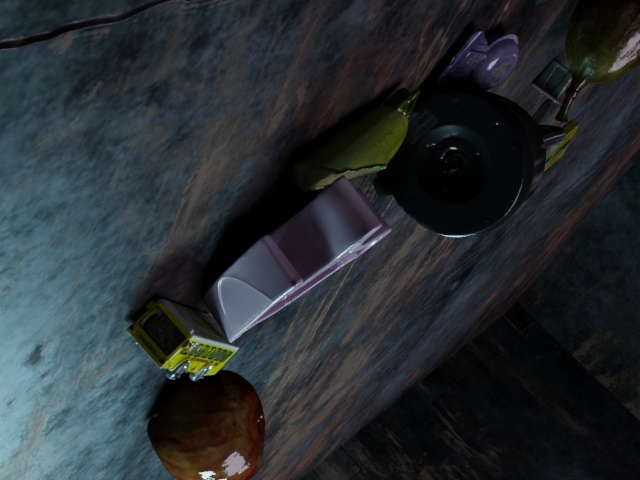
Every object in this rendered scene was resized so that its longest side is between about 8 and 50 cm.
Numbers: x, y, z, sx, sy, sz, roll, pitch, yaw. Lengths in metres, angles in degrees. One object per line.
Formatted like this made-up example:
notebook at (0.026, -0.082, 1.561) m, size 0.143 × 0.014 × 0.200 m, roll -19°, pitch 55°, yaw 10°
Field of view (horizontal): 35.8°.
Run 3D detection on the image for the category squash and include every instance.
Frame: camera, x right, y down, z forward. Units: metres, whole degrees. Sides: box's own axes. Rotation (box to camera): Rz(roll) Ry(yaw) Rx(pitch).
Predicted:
squash at (0.063, -0.122, 1.261) m, size 0.200 × 0.075 × 0.090 m, roll -38°, pitch 165°, yaw -20°

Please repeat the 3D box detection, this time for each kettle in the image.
kettle at (0.230, -0.109, 1.469) m, size 0.251 × 0.207 × 0.271 m, roll -53°, pitch 163°, yaw 26°

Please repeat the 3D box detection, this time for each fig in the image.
fig at (0.458, -0.312, 1.608) m, size 0.274 × 0.145 × 0.170 m, roll -56°, pitch 159°, yaw 3°
fig at (-0.182, 0.304, 1.575) m, size 0.205 × 0.205 × 0.205 m, roll -40°, pitch 164°, yaw -14°

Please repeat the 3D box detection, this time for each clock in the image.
clock at (0.000, 0.000, 1.297) m, size 0.275 × 0.080 × 0.290 m, roll -33°, pitch 175°, yaw -31°

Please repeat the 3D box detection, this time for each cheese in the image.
cheese at (0.230, -0.253, 1.406) m, size 0.105 × 0.042 × 0.191 m, roll -53°, pitch 157°, yaw 25°

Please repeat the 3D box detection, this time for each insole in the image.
insole at (0.425, -0.224, 2.024) m, size 0.064 × 0.004 × 0.188 m, roll -31°, pitch 160°, yaw -37°

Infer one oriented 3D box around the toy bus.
toy bus at (-0.177, 0.136, 1.312) m, size 0.074 × 0.081 × 0.226 m, roll -43°, pitch 164°, yaw 1°

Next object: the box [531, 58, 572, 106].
box at (0.427, -0.283, 1.788) m, size 0.063 × 0.060 × 0.085 m, roll -54°, pitch 161°, yaw 15°

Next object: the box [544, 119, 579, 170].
box at (0.552, -0.216, 2.327) m, size 0.087 × 0.023 × 0.155 m, roll -43°, pitch 165°, yaw -17°

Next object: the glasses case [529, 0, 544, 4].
glasses case at (0.326, -0.395, 1.286) m, size 0.078 × 0.039 × 0.184 m, roll -30°, pitch 159°, yaw -42°
